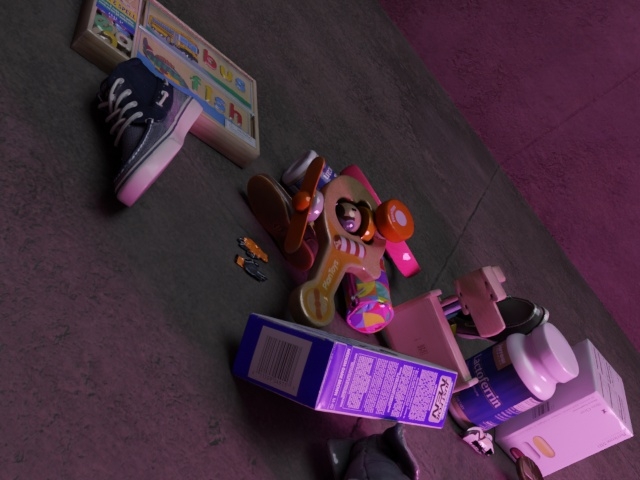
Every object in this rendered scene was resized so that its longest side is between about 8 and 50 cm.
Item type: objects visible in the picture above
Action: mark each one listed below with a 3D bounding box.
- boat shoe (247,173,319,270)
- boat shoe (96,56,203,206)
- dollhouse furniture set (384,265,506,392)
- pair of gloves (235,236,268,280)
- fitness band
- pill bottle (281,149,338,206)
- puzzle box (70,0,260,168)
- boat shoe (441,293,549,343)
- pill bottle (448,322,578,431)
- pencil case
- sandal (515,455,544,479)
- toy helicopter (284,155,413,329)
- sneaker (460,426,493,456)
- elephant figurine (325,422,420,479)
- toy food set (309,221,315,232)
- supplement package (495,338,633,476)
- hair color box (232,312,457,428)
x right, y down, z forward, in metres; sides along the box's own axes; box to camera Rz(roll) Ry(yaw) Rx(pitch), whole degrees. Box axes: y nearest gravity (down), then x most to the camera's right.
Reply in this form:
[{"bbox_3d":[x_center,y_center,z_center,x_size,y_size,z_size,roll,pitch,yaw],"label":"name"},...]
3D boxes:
[{"bbox_3d":[-0.067,-0.039,1.500,0.207,0.073,0.073,61,31,-4],"label":"boat shoe"},{"bbox_3d":[-0.304,-0.183,1.247,0.158,0.127,0.341,39,22,-16],"label":"boat shoe"},{"bbox_3d":[0.316,0.187,1.632,0.303,0.286,0.198,-6,71,-57],"label":"dollhouse furniture set"},{"bbox_3d":[-0.121,0.032,1.393,0.074,0.010,0.083,39,31,-29],"label":"pair of gloves"},{"bbox_3d":[0.134,-0.042,1.772,0.291,0.054,0.209,59,4,10],"label":"fitness band"},{"bbox_3d":[0.006,-0.104,1.669,0.169,0.094,0.094,45,28,-17],"label":"pill bottle"},{"bbox_3d":[-0.284,-0.343,1.525,0.409,0.052,0.272,34,32,-34],"label":"puzzle box"},{"bbox_3d":[0.387,0.170,1.788,0.091,0.305,0.109,43,66,-19],"label":"boat shoe"},{"bbox_3d":[0.401,0.291,1.655,0.153,0.264,0.153,39,30,-27],"label":"pill bottle"},{"bbox_3d":[0.088,0.075,1.590,0.104,0.104,0.236,36,30,-33],"label":"pencil case"},{"bbox_3d":[0.463,0.550,1.694,0.219,0.060,0.090,52,28,-39],"label":"sandal"},{"bbox_3d":[0.018,0.008,1.404,0.235,0.140,0.355,46,43,-21],"label":"toy helicopter"},{"bbox_3d":[0.334,0.424,1.642,0.109,0.040,0.044,30,37,-39],"label":"sneaker"},{"bbox_3d":[0.082,0.357,1.202,0.169,0.186,0.239,15,32,-14],"label":"elephant figurine"},{"bbox_3d":[0.000,0.000,1.618,0.082,0.020,0.083,28,36,-42],"label":"toy food set"},{"bbox_3d":[0.550,0.389,1.786,0.145,0.262,0.204,47,28,-13],"label":"supplement package"},{"bbox_3d":[0.049,0.212,1.245,0.338,0.185,0.110,24,82,-47],"label":"hair color box"}]
